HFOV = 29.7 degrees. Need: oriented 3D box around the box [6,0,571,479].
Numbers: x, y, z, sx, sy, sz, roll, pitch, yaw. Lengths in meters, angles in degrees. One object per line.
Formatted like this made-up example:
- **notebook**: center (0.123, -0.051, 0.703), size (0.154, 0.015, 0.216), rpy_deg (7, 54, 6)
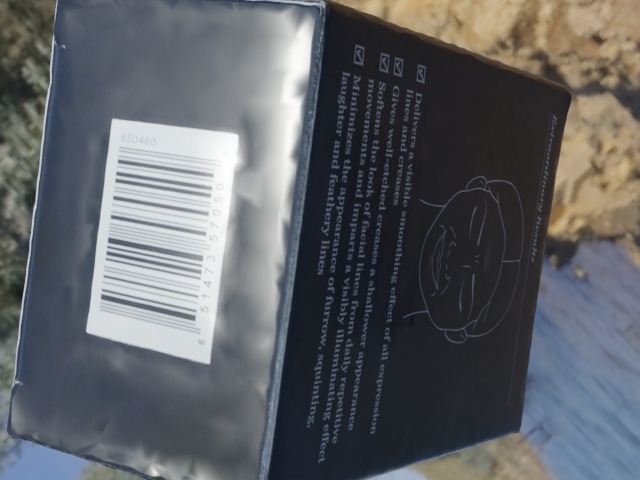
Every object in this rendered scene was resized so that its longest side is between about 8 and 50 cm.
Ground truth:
- **box**: center (0.000, 0.000, 0.878), size (0.212, 0.294, 0.395), rpy_deg (9, -177, 32)
